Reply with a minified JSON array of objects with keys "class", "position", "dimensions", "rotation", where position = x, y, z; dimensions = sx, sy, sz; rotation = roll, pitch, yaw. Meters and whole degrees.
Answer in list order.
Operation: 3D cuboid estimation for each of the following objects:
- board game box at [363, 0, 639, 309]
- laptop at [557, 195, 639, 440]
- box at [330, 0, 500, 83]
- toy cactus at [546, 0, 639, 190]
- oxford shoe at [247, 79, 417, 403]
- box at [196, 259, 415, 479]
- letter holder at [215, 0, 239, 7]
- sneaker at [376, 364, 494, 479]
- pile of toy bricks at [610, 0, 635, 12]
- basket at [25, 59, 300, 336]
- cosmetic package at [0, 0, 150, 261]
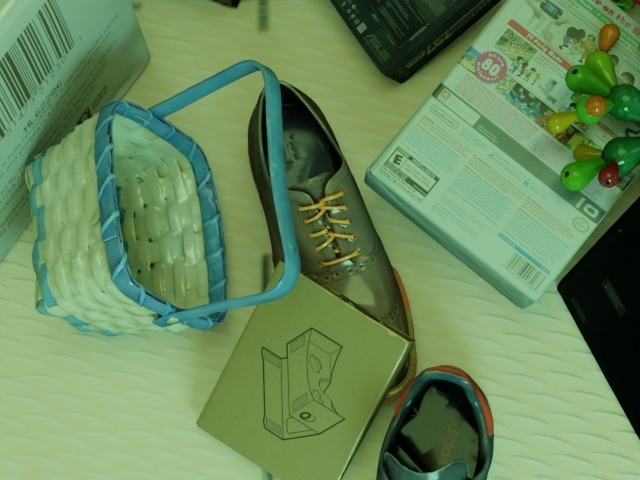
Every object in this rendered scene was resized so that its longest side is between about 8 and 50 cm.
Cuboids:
[{"class":"board game box","position":[0.225,-0.114,1.928],"dimensions":[0.224,0.097,0.303],"rotation":[39,84,4]},{"class":"laptop","position":[0.496,0.080,1.782],"dimensions":[0.236,0.408,0.382],"rotation":[-11,64,-33]},{"class":"box","position":[0.087,-0.321,2.047],"dimensions":[0.183,0.059,0.232],"rotation":[-41,69,16]},{"class":"toy cactus","position":[0.332,-0.133,1.844],"dimensions":[0.180,0.112,0.219],"rotation":[30,73,-7]},{"class":"oxford shoe","position":[0.000,0.000,1.924],"dimensions":[0.130,0.133,0.363],"rotation":[-23,68,-3]},{"class":"box","position":[-0.016,0.146,1.879],"dimensions":[0.164,0.021,0.201],"rotation":[31,104,17]},{"class":"letter holder","position":[-0.139,-0.458,2.111],"dimensions":[0.214,0.152,0.302],"rotation":[21,73,16]},{"class":"sneaker","position":[0.097,0.285,1.794],"dimensions":[0.131,0.148,0.350],"rotation":[4,69,8]},{"class":"pile of toy bricks","position":[0.322,-0.278,2.025],"dimensions":[0.212,0.118,0.105],"rotation":[17,37,22]},{"class":"basket","position":[-0.156,-0.034,1.901],"dimensions":[0.289,0.201,0.254],"rotation":[-19,65,32]},{"class":"cosmetic package","position":[-0.450,-0.237,1.962],"dimensions":[0.394,0.327,0.329],"rotation":[31,75,16]}]
